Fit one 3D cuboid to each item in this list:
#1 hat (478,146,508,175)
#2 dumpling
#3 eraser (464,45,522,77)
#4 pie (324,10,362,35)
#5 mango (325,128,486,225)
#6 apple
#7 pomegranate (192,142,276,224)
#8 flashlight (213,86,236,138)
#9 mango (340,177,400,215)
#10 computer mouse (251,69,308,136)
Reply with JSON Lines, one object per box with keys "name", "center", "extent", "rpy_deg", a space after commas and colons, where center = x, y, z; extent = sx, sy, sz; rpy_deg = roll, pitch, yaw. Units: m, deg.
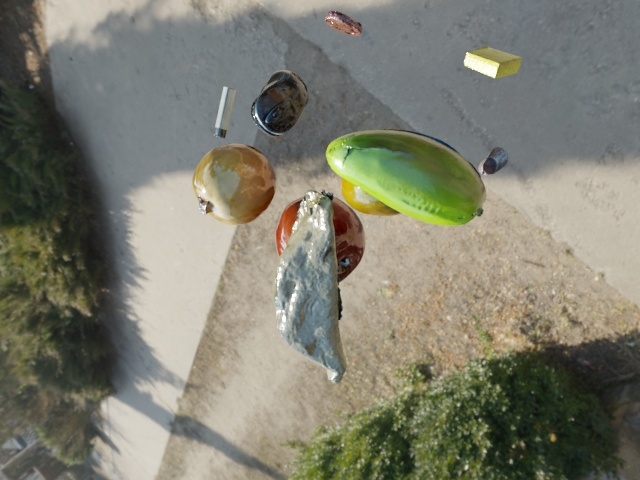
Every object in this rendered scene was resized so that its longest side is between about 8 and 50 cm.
{"name": "hat", "center": [0.472, -0.216, 1.245], "extent": [0.058, 0.042, 0.087], "rpy_deg": [30, 101, -12]}
{"name": "dumpling", "center": [-0.035, 0.075, 0.747], "extent": [0.166, 0.086, 0.331], "rpy_deg": [19, 118, 49]}
{"name": "eraser", "center": [0.486, -0.507, 1.280], "extent": [0.122, 0.097, 0.045], "rpy_deg": [46, 149, 40]}
{"name": "pie", "center": [0.088, -0.827, 1.724], "extent": [0.154, 0.154, 0.038], "rpy_deg": [25, 101, 27]}
{"name": "mango", "center": [0.122, -0.096, 0.634], "extent": [0.233, 0.125, 0.111], "rpy_deg": [21, 109, 0]}
{"name": "apple", "center": [0.000, 0.000, 1.100], "extent": [0.201, 0.218, 0.218], "rpy_deg": [49, 146, 37]}
{"name": "pomegranate", "center": [-0.194, -0.129, 1.012], "extent": [0.191, 0.191, 0.191], "rpy_deg": [24, 134, 28]}
{"name": "flashlight", "center": [-0.162, -0.216, 0.766], "extent": [0.018, 0.018, 0.083], "rpy_deg": [23, 102, 41]}
{"name": "mango", "center": [0.114, -0.108, 0.891], "extent": [0.152, 0.221, 0.120], "rpy_deg": [1, 92, 24]}
{"name": "computer mouse", "center": [-0.103, -0.401, 1.299], "extent": [0.137, 0.233, 0.096], "rpy_deg": [42, 145, -25]}
